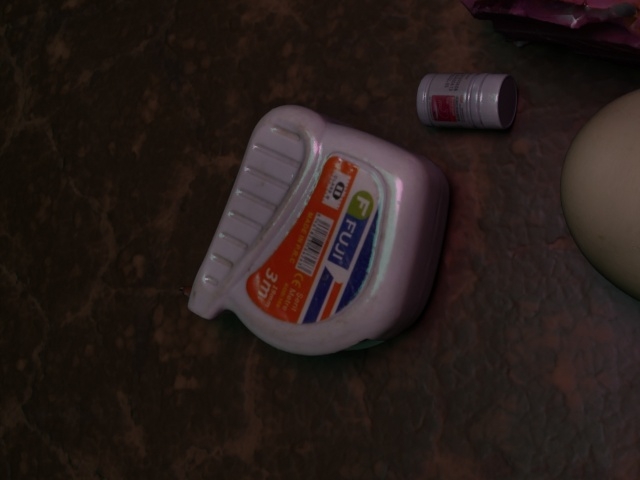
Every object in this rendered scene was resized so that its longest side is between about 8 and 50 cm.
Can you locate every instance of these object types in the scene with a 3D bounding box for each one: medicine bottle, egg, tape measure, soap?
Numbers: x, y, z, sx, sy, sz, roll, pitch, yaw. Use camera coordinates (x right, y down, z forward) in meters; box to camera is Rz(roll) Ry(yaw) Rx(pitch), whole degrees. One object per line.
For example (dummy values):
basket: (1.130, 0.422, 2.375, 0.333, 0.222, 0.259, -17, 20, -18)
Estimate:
medicine bottle: (0.153, -0.146, 0.865, 0.091, 0.058, 0.058, 7, 86, 33)
egg: (0.319, -0.026, 0.664, 0.254, 0.188, 0.188, 30, 98, 28)
tape measure: (0.000, 0.000, 0.900, 0.265, 0.130, 0.258, 27, 99, 27)
soap: (0.242, -0.223, 0.743, 0.112, 0.182, 0.289, -68, 19, 8)
